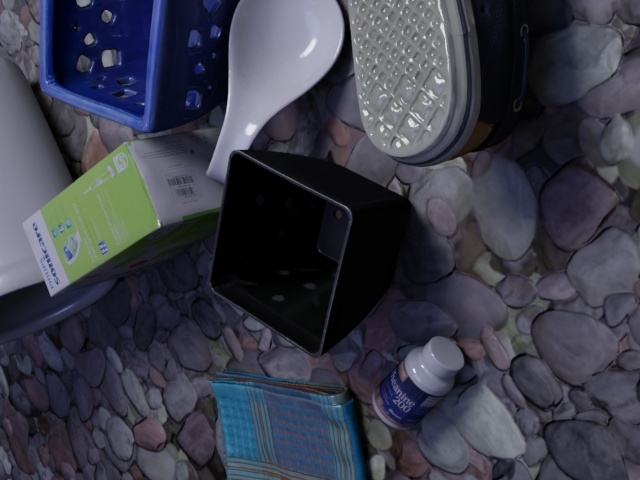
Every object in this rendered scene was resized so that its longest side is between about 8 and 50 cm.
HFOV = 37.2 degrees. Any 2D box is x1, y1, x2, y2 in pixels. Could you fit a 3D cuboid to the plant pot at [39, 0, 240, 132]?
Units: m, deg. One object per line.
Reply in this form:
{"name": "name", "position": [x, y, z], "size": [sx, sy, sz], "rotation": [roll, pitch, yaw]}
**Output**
{"name": "plant pot", "position": [-0.203, -0.282, 1.209], "size": [0.236, 0.212, 0.236], "rotation": [24, 115, 35]}

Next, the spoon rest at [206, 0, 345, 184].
{"name": "spoon rest", "position": [-0.067, -0.189, 1.158], "size": [0.137, 0.084, 0.277], "rotation": [24, 101, 1]}

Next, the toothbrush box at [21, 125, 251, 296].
{"name": "toothbrush box", "position": [-0.242, -0.041, 1.311], "size": [0.283, 0.206, 0.122], "rotation": [-26, 84, 41]}

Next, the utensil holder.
{"name": "utensil holder", "position": [-0.544, -0.052, 1.500], "size": [0.327, 0.327, 0.386], "rotation": [-35, 75, 41]}

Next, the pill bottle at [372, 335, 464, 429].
{"name": "pill bottle", "position": [0.119, 0.170, 1.144], "size": [0.067, 0.067, 0.120], "rotation": [51, 129, 19]}

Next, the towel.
{"name": "towel", "position": [-0.036, 0.374, 1.353], "size": [0.271, 0.040, 0.371], "rotation": [0, 101, 42]}

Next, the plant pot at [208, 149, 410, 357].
{"name": "plant pot", "position": [0.000, 0.000, 1.137], "size": [0.187, 0.167, 0.188], "rotation": [29, 118, 33]}

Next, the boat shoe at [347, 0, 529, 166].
{"name": "boat shoe", "position": [0.121, -0.321, 0.964], "size": [0.186, 0.156, 0.501], "rotation": [-7, 85, 47]}
